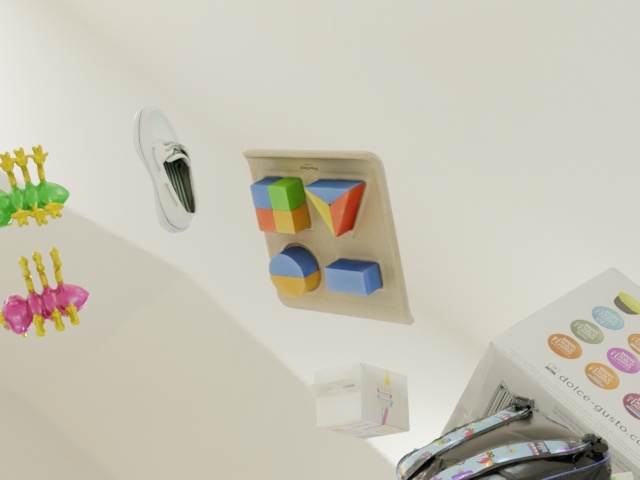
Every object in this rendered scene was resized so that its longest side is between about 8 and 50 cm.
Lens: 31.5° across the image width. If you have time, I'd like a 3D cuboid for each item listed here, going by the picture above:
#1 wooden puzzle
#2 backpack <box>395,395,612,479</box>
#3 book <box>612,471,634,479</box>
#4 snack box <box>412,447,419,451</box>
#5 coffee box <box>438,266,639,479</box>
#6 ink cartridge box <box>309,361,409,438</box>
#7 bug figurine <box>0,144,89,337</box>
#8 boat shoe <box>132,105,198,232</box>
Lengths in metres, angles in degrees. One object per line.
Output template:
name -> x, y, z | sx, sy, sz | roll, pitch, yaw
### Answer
wooden puzzle -> 0.000, 0.000, 2.072 | 0.322, 0.080, 0.348 | 5, -61, 41
backpack -> 0.164, 0.233, 1.046 | 0.173, 0.117, 0.158 | -14, 15, -20
book -> 0.261, 0.299, 1.181 | 0.144, 0.096, 0.035 | -10, -16, 10
snack box -> 0.163, 0.365, 1.379 | 0.187, 0.322, 0.060 | 25, -77, 8
coffee box -> 0.409, 0.305, 1.678 | 0.337, 0.334, 0.338 | 42, -47, 26
ink cartridge box -> 0.057, 0.243, 1.722 | 0.092, 0.090, 0.143 | -17, -25, 35
bug figurine -> -0.350, 0.026, 1.144 | 0.216, 0.279, 0.072 | -13, -22, -11
boat shoe -> -0.242, -0.127, 1.863 | 0.083, 0.226, 0.076 | -8, -16, -42
